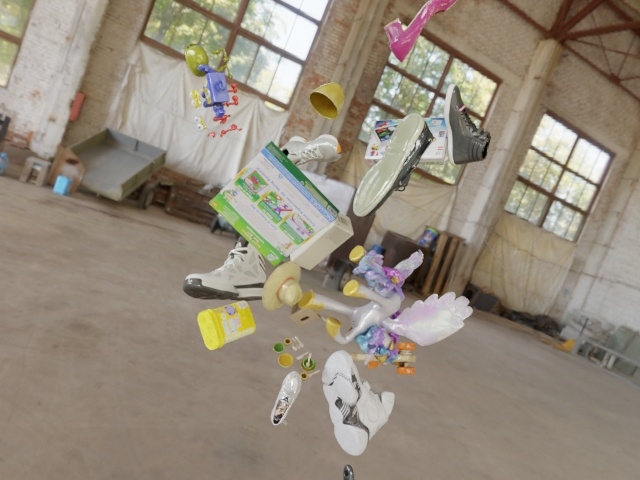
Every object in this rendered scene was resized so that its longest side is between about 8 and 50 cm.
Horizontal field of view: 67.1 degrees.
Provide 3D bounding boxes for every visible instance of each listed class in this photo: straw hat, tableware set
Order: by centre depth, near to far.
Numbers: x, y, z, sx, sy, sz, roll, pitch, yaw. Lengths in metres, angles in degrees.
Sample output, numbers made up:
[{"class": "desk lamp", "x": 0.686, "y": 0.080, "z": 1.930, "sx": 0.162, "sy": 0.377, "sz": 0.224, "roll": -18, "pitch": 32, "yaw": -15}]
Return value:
[{"class": "straw hat", "x": -0.077, "y": 0.129, "z": 1.213, "sx": 0.061, "sy": 0.145, "sz": 0.144, "roll": 33, "pitch": 10, "yaw": 32}, {"class": "tableware set", "x": -0.079, "y": 0.374, "z": 1.529, "sx": 0.104, "sy": 0.024, "sz": 0.154, "roll": -22, "pitch": 57, "yaw": -26}]

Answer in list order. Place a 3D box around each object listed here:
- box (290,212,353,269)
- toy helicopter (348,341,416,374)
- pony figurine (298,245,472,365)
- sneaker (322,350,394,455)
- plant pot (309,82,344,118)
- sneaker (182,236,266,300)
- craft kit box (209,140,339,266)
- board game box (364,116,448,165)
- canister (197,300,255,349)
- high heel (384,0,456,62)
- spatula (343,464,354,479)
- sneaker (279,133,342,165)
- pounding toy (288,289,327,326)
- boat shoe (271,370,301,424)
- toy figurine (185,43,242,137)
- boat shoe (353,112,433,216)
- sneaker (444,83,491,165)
[{"class": "box", "x": 0.000, "y": 0.000, "z": 1.965, "sx": 0.113, "sy": 0.275, "sz": 0.094, "roll": 27, "pitch": 38, "yaw": -35}, {"class": "toy helicopter", "x": 0.270, "y": 0.545, "z": 2.263, "sx": 0.354, "sy": 0.140, "sz": 0.235, "roll": 2, "pitch": -11, "yaw": 0}, {"class": "pony figurine", "x": 0.173, "y": 0.175, "z": 1.312, "sx": 0.363, "sy": 0.351, "sz": 0.303, "roll": 41, "pitch": 9, "yaw": -38}, {"class": "sneaker", "x": 0.130, "y": 0.509, "z": 1.616, "sx": 0.137, "sy": 0.366, "sz": 0.210, "roll": 3, "pitch": 19, "yaw": 43}, {"class": "plant pot", "x": 0.037, "y": -0.550, "z": 1.854, "sx": 0.134, "sy": 0.095, "sz": 0.134, "roll": 31, "pitch": -19, "yaw": 12}, {"class": "sneaker", "x": -0.379, "y": 0.107, "z": 1.949, "sx": 0.169, "sy": 0.258, "sz": 0.447, "roll": -9, "pitch": -13, "yaw": 29}, {"class": "craft kit box", "x": -0.121, "y": -0.085, "z": 1.243, "sx": 0.250, "sy": 0.246, "sz": 0.061, "roll": 46, "pitch": 31, "yaw": -12}, {"class": "board game box", "x": 0.337, "y": -0.379, "z": 1.849, "sx": 0.305, "sy": 0.193, "sz": 0.053, "roll": 5, "pitch": -27, "yaw": 27}, {"class": "canister", "x": -0.303, "y": 0.273, "z": 1.584, "sx": 0.073, "sy": 0.126, "sz": 0.169, "roll": -25, "pitch": -9, "yaw": 37}, {"class": "high heel", "x": 0.318, "y": -0.638, "z": 1.437, "sx": 0.117, "sy": 0.244, "sz": 0.082, "roll": 63, "pitch": 6, "yaw": -9}, {"class": "spatula", "x": 0.066, "y": 0.690, "z": 1.138, "sx": 0.084, "sy": 0.297, "sz": 0.030, "roll": -14, "pitch": -22, "yaw": 41}, {"class": "sneaker", "x": -0.044, "y": -0.293, "z": 1.646, "sx": 0.262, "sy": 0.099, "sz": 0.121, "roll": 8, "pitch": 38, "yaw": 45}, {"class": "pounding toy", "x": -0.043, "y": 0.295, "z": 2.027, "sx": 0.100, "sy": 0.141, "sz": 0.130, "roll": 45, "pitch": 32, "yaw": -24}, {"class": "boat shoe", "x": -0.118, "y": 0.529, "z": 1.614, "sx": 0.066, "sy": 0.184, "sz": 0.063, "roll": 30, "pitch": 0, "yaw": -1}, {"class": "toy figurine", "x": -0.378, "y": -0.587, "z": 1.811, "sx": 0.191, "sy": 0.363, "sz": 0.217, "roll": -11, "pitch": 5, "yaw": -26}, {"class": "boat shoe", "x": 0.225, "y": -0.204, "z": 1.440, "sx": 0.113, "sy": 0.340, "sz": 0.127, "roll": 28, "pitch": 1, "yaw": -37}, {"class": "sneaker", "x": 0.525, "y": -0.407, "z": 1.701, "sx": 0.146, "sy": 0.296, "sz": 0.104, "roll": 7, "pitch": 32, "yaw": 36}]
